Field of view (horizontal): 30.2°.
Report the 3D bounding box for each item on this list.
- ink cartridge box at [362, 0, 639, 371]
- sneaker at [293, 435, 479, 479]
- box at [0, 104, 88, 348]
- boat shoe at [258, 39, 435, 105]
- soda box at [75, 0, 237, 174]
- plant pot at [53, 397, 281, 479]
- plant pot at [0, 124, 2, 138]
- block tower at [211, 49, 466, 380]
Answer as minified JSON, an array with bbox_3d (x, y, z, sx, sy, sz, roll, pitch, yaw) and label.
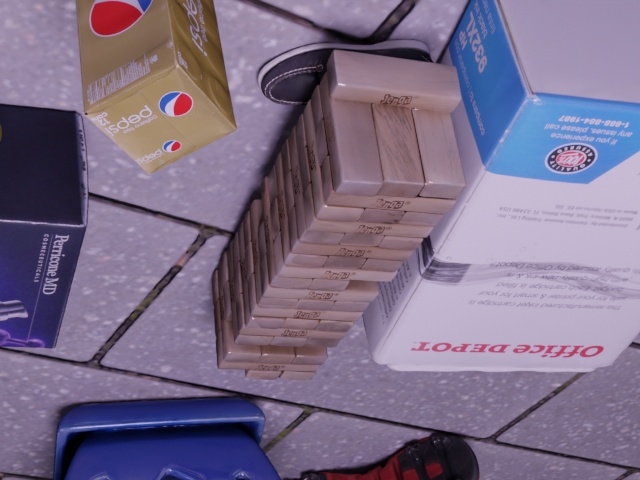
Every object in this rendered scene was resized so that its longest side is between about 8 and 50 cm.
[{"bbox_3d":[0.177,-0.035,0.899,0.223,0.129,0.307,3,141,-19],"label":"ink cartridge box"},{"bbox_3d":[0.057,0.313,1.355,0.276,0.098,0.135,-19,141,7],"label":"sneaker"},{"bbox_3d":[-0.275,-0.011,0.824,0.207,0.108,0.153,3,141,-19],"label":"box"},{"bbox_3d":[0.020,-0.111,0.831,0.125,0.038,0.046,-6,143,-8],"label":"boat shoe"},{"bbox_3d":[-0.095,-0.128,0.655,0.058,0.181,0.061,-24,141,16],"label":"soda box"},{"bbox_3d":[-0.154,0.286,1.166,0.235,0.212,0.236,-1,142,-14],"label":"plant pot"},{"bbox_3d":[-0.240,-0.102,0.746,0.083,0.083,0.079,3,130,-19],"label":"plant pot"},{"bbox_3d":[0.000,0.000,0.888,0.091,0.097,0.335,4,148,-19],"label":"block tower"}]
